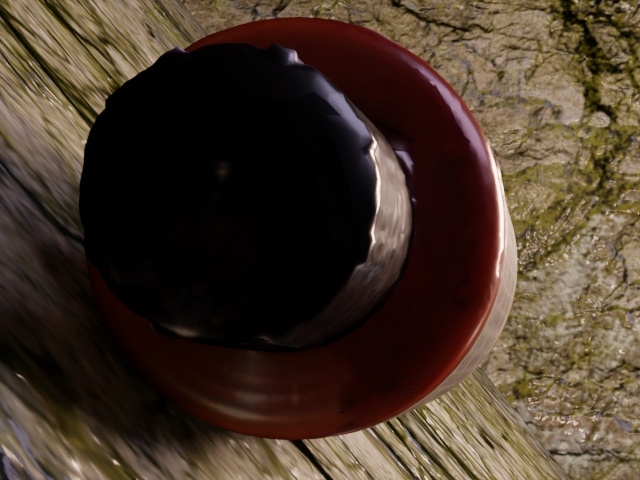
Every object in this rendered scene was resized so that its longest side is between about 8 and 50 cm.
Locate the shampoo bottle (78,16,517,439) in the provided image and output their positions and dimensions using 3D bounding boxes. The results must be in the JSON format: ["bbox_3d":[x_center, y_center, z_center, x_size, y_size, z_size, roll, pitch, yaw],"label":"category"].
[{"bbox_3d":[0.000,0.000,0.440,0.104,0.104,0.278,51,3,8],"label":"shampoo bottle"}]
